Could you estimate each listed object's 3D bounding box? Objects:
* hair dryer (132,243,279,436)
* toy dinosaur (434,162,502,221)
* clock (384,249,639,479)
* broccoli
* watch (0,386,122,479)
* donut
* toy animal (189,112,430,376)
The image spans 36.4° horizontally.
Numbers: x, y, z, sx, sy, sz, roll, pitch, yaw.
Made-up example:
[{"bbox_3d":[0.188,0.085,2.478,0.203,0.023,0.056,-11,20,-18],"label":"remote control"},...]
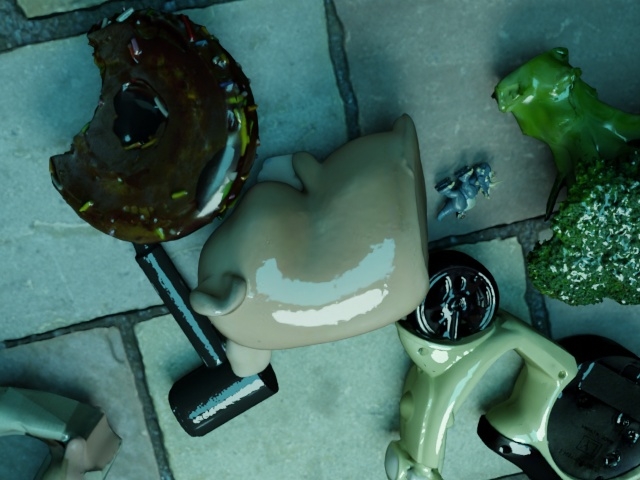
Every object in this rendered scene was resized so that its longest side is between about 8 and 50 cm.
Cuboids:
[{"bbox_3d":[-0.157,0.097,1.081,0.114,0.070,0.248,-32,105,3],"label":"hair dryer"},{"bbox_3d":[0.162,-0.054,1.091,0.083,0.030,0.047,-34,106,4],"label":"toy dinosaur"},{"bbox_3d":[0.223,0.198,1.136,0.378,0.120,0.277,26,97,-15],"label":"clock"},{"bbox_3d":[0.323,-0.079,1.010,0.297,0.297,0.297,-36,82,4],"label":"broccoli"},{"bbox_3d":[-0.375,0.268,1.074,0.241,0.162,0.253,28,99,-2],"label":"watch"},{"bbox_3d":[-0.155,-0.111,0.971,0.216,0.096,0.230,11,95,20],"label":"donut"},{"bbox_3d":[-0.004,0.000,0.999,0.256,0.213,0.195,-15,152,5],"label":"toy animal"}]
